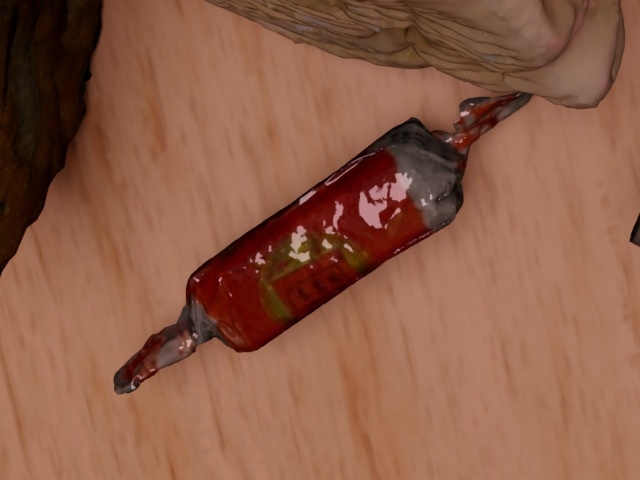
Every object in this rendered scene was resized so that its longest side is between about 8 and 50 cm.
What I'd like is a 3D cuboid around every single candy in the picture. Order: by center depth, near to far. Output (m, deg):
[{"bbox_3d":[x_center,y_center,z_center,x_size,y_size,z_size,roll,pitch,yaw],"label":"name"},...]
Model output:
[{"bbox_3d":[0.001,0.001,0.910,0.292,0.086,0.059,-34,93,17],"label":"candy"}]

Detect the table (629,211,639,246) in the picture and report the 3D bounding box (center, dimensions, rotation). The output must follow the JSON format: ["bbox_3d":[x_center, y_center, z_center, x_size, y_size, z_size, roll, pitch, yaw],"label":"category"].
[{"bbox_3d":[0.281,-0.013,0.821,0.220,0.126,0.126,24,104,9],"label":"table"}]

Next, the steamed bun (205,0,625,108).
[{"bbox_3d":[0.024,-0.204,0.786,0.268,0.280,0.207,20,87,32],"label":"steamed bun"}]

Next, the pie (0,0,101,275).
[{"bbox_3d":[-0.186,-0.144,0.823,0.103,0.288,0.354,7,103,11],"label":"pie"}]
